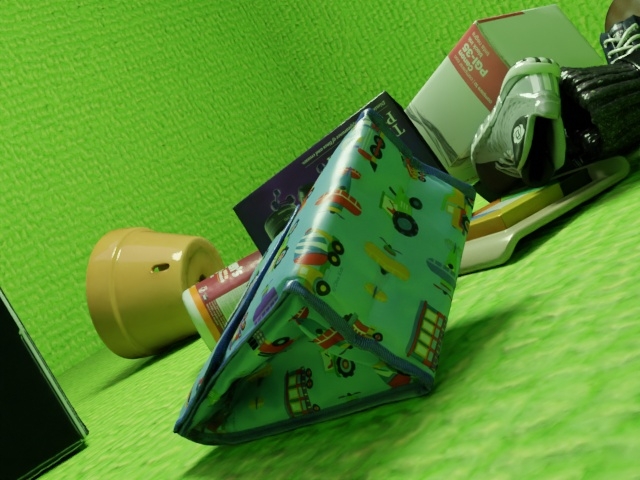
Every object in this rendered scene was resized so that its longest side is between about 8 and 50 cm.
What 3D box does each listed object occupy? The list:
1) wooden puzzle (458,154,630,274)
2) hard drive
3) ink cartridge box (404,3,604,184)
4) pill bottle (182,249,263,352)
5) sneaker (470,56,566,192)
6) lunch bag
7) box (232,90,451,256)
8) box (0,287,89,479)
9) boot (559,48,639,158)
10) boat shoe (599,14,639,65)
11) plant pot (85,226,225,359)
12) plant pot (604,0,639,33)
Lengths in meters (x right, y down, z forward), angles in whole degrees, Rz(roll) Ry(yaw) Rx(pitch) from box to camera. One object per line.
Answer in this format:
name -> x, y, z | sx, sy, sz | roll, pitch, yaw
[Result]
wooden puzzle -> 0.225, -0.029, 0.957 | 0.238, 0.044, 0.221 | -31, 5, -29
hard drive -> 0.363, -0.127, 1.161 | 0.172, 0.054, 0.254 | -32, 5, -35
ink cartridge box -> 0.232, -0.189, 1.135 | 0.207, 0.117, 0.283 | -23, -17, -39
pill bottle -> -0.094, 0.081, 1.230 | 0.221, 0.121, 0.121 | -30, 4, -6
sneaker -> 0.243, -0.101, 0.966 | 0.086, 0.132, 0.229 | 0, -35, -1
lunch bag -> -0.017, 0.062, 0.714 | 0.293, 0.138, 0.221 | -40, 19, 44
box -> 0.043, -0.043, 1.057 | 0.261, 0.184, 0.103 | -37, -11, 13
box -> -0.625, 0.167, 1.246 | 0.297, 0.480, 0.471 | -31, 4, -19
boot -> 0.414, -0.192, 0.855 | 0.260, 0.131, 0.348 | -16, -5, 2
boat shoe -> 0.571, -0.326, 1.454 | 0.127, 0.158, 0.340 | -27, 4, 25
plant pot -> -0.336, 0.102, 1.704 | 0.203, 0.291, 0.291 | -10, 11, 22
plant pot -> 0.736, -0.442, 1.682 | 0.215, 0.215, 0.230 | -27, 19, 24
